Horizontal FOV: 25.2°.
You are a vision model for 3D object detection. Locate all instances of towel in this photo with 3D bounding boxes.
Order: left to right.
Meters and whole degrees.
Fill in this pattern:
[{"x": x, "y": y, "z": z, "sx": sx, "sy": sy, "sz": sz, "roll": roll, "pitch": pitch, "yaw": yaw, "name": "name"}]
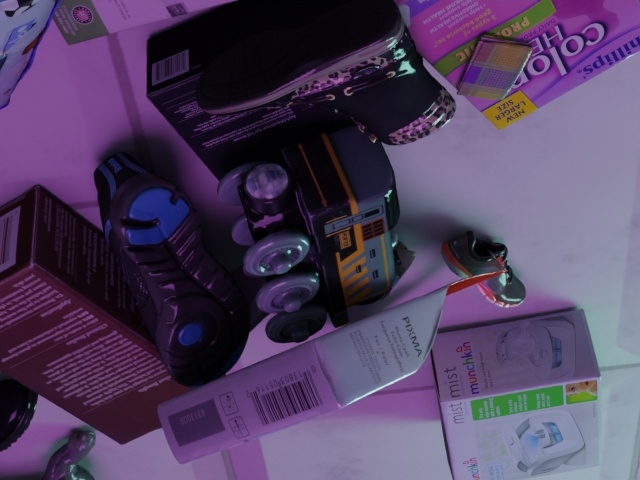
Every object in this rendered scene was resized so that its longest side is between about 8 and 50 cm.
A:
[{"x": 0.181, "y": -0.180, "z": 1.492, "sx": 0.060, "sy": 0.009, "sz": 0.083, "roll": 6, "pitch": 140, "yaw": -14, "name": "towel"}]

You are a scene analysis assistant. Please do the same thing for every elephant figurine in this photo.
[{"x": -0.413, "y": 0.422, "z": 2.241, "sx": 0.239, "sy": 0.169, "sz": 0.186, "roll": -26, "pitch": 168, "yaw": 1, "name": "elephant figurine"}]

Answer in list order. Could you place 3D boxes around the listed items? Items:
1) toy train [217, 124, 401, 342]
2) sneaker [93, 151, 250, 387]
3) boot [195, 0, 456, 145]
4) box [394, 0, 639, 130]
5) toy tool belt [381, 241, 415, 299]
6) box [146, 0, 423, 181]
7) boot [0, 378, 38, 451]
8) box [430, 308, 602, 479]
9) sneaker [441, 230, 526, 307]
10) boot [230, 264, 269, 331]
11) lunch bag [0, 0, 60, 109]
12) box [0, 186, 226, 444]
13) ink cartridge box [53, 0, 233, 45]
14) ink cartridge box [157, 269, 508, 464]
[{"x": 0.000, "y": 0.000, "z": 1.649, "sx": 0.190, "sy": 0.142, "sz": 0.334, "roll": -19, "pitch": 150, "yaw": -4, "name": "toy train"}, {"x": -0.183, "y": 0.036, "z": 1.769, "sx": 0.125, "sy": 0.139, "sz": 0.341, "roll": -28, "pitch": 130, "yaw": -17, "name": "sneaker"}, {"x": 0.009, "y": -0.148, "z": 1.483, "sx": 0.236, "sy": 0.085, "sz": 0.178, "roll": -18, "pitch": 145, "yaw": 22, "name": "boot"}, {"x": 0.202, "y": -0.264, "z": 1.492, "sx": 0.213, "sy": 0.117, "sz": 0.243, "roll": -29, "pitch": 135, "yaw": 26, "name": "box"}, {"x": 0.086, "y": 0.035, "z": 1.903, "sx": 0.051, "sy": 0.052, "sz": 0.083, "roll": 36, "pitch": 129, "yaw": 1, "name": "toy tool belt"}, {"x": -0.035, "y": -0.182, "z": 1.577, "sx": 0.261, "sy": 0.103, "sz": 0.184, "roll": -20, "pitch": 136, "yaw": 17, "name": "box"}, {"x": -0.549, "y": 0.241, "z": 2.035, "sx": 0.207, "sy": 0.094, "sz": 0.246, "roll": 25, "pitch": 138, "yaw": -37, "name": "boot"}, {"x": 0.288, "y": 0.235, "z": 2.104, "sx": 0.231, "sy": 0.126, "sz": 0.262, "roll": -10, "pitch": 141, "yaw": 3, "name": "box"}, {"x": 0.233, "y": 0.037, "z": 1.908, "sx": 0.158, "sy": 0.061, "sz": 0.065, "roll": 30, "pitch": 123, "yaw": -36, "name": "sneaker"}, {"x": -0.034, "y": 0.059, "z": 1.866, "sx": 0.123, "sy": 0.095, "sz": 0.258, "roll": 20, "pitch": 128, "yaw": -29, "name": "boot"}, {"x": -0.448, "y": -0.229, "z": 1.334, "sx": 0.385, "sy": 0.239, "sz": 0.328, "roll": 7, "pitch": 158, "yaw": -22, "name": "lunch bag"}, {"x": -0.310, "y": 0.108, "z": 1.872, "sx": 0.191, "sy": 0.143, "sz": 0.381, "roll": -26, "pitch": 135, "yaw": 23, "name": "box"}, {"x": -0.180, "y": -0.303, "z": 1.420, "sx": 0.219, "sy": 0.092, "sz": 0.160, "roll": -13, "pitch": 139, "yaw": 9, "name": "ink cartridge box"}, {"x": 0.032, "y": 0.156, "z": 1.801, "sx": 0.385, "sy": 0.091, "sz": 0.308, "roll": -16, "pitch": 172, "yaw": -46, "name": "ink cartridge box"}]
